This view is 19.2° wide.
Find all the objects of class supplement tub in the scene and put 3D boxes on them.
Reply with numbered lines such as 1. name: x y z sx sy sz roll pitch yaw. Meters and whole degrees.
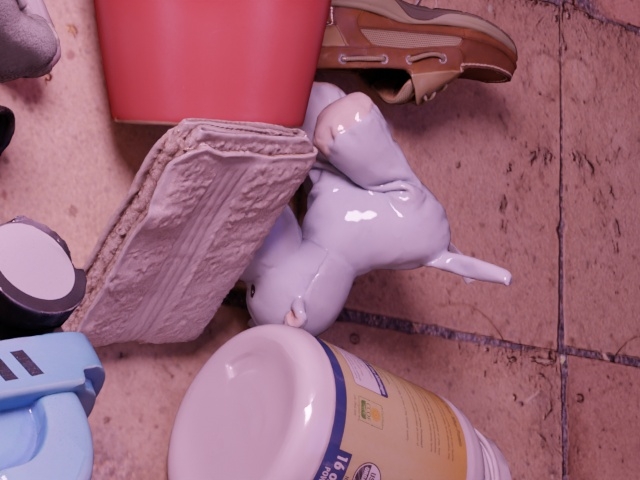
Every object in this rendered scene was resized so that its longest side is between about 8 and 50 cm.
1. supplement tub: 0.026 0.239 1.958 0.316 0.228 0.228 27 64 -36

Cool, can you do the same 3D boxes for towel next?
1. towel: -0.130 0.000 1.847 0.187 0.282 0.049 0 41 -46

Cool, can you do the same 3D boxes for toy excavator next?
1. toy excavator: -0.306 0.226 1.468 0.433 0.222 0.445 -7 58 -50

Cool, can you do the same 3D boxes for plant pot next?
1. plant pot: -0.109 -0.236 1.900 0.275 0.275 0.243 -4 98 -47

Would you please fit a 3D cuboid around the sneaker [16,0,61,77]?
1. sneaker: -0.316 -0.295 1.786 0.129 0.111 0.297 -46 118 -47

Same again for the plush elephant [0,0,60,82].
1. plush elephant: -0.411 -0.282 1.602 0.330 0.272 0.255 76 -10 -55

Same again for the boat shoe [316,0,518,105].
1. boat shoe: 0.093 -0.215 2.214 0.324 0.122 0.120 10 81 -38

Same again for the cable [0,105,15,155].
1. cable: -0.373 -0.056 1.741 0.139 0.072 0.287 45 64 -54

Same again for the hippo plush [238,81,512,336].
1. hippo plush: 0.000 0.000 2.046 0.236 0.234 0.294 -40 99 -10
